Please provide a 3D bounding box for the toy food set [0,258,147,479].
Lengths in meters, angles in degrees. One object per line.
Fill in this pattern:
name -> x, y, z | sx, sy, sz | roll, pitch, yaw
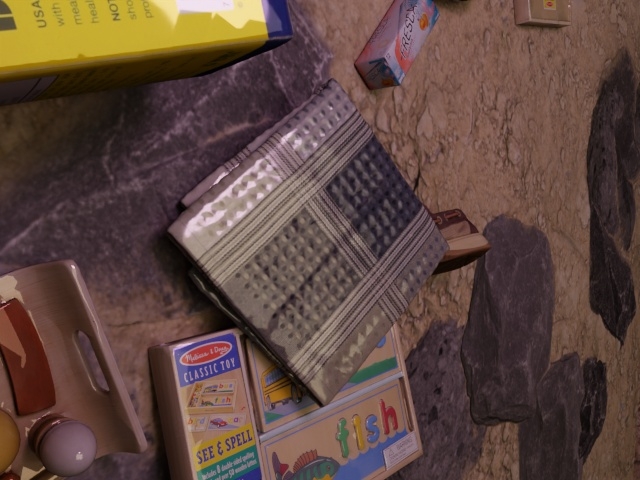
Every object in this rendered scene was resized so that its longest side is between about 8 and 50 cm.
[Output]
toy food set -> -0.311, 0.175, 0.466 | 0.306, 0.092, 0.219 | -31, 114, -42

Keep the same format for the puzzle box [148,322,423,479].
puzzle box -> -0.018, 0.228, 0.772 | 0.409, 0.052, 0.271 | -9, 86, -46

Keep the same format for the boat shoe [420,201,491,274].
boat shoe -> 0.140, -0.006, 0.942 | 0.342, 0.123, 0.123 | -7, 67, -36

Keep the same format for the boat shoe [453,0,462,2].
boat shoe -> 0.250, -0.481, 1.013 | 0.233, 0.079, 0.083 | -16, 114, -57

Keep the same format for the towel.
towel -> 0.000, 0.000, 0.744 | 0.324, 0.056, 0.312 | -46, 110, -26

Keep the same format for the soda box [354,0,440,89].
soda box -> 0.128, -0.330, 0.930 | 0.058, 0.063, 0.183 | 49, 58, -37

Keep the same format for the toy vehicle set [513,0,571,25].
toy vehicle set -> 0.538, -0.607, 1.374 | 0.267, 0.035, 0.165 | -19, 105, -45

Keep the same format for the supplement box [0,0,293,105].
supplement box -> -0.231, -0.204, 0.405 | 0.357, 0.194, 0.195 | -20, 106, -30
